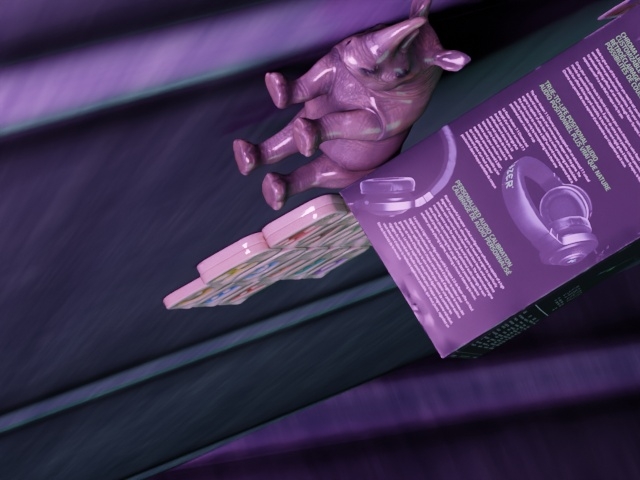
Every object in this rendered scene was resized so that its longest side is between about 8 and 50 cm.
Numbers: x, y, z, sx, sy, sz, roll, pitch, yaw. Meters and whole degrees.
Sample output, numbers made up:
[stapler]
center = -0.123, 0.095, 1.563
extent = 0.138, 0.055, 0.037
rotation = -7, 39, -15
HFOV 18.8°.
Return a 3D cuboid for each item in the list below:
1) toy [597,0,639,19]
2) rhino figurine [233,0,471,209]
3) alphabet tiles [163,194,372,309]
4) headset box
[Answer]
[toy]
center = 0.331, -0.202, 1.436
extent = 0.237, 0.056, 0.137
rotation = -18, 168, -39
[rhino figurine]
center = 0.025, -0.091, 1.200
extent = 0.106, 0.073, 0.243
rotation = -18, 167, -20
[alphabet tiles]
center = 0.000, 0.000, 1.778
extent = 0.278, 0.021, 0.284
rotation = -29, 170, 19
[headset box]
center = 0.179, -0.045, 1.303
extent = 0.283, 0.131, 0.246
rotation = -32, 173, 6
